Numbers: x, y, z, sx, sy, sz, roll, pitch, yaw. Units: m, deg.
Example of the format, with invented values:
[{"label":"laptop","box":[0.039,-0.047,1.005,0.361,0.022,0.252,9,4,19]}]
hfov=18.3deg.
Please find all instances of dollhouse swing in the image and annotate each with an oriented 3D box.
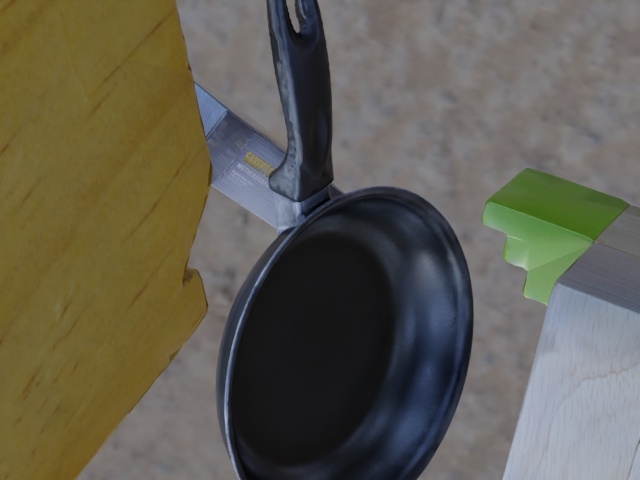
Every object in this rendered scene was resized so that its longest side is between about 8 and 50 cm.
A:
[{"label":"dollhouse swing","box":[-0.267,-0.046,0.795,0.305,0.315,0.347,13,135,27]}]

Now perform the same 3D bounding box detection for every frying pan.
[{"label":"frying pan","box":[-0.015,0.024,1.048,0.053,0.326,0.197,15,60,42]}]

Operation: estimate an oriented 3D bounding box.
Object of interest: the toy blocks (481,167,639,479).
[{"label":"toy blocks","box":[0.210,0.162,0.788,0.381,0.191,0.261,21,118,19]}]

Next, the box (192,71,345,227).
[{"label":"box","box":[-0.105,-0.100,1.565,0.056,0.183,0.231,-52,51,2]}]
